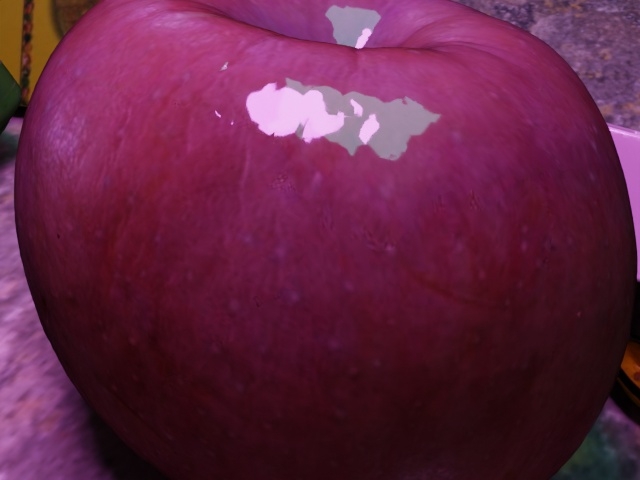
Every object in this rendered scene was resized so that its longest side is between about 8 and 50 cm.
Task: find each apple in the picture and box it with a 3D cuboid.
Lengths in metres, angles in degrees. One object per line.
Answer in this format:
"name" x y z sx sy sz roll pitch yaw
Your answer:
"apple" 0.000 0.000 0.654 0.305 0.235 0.306 7 25 -3

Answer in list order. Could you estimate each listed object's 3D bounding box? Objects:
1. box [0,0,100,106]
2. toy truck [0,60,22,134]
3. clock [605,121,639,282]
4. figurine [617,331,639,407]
"box" -0.165 -0.187 0.997 0.334 0.187 0.047 4 10 -7
"toy truck" -0.290 -0.149 0.863 0.101 0.242 0.125 -24 28 21
"clock" 0.241 -0.012 0.820 0.290 0.080 0.275 9 11 -33
"figurine" 0.163 0.056 0.779 0.143 0.068 0.101 18 28 -10
